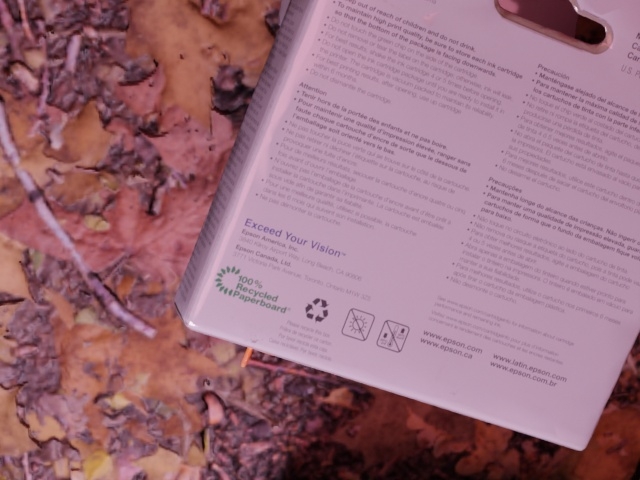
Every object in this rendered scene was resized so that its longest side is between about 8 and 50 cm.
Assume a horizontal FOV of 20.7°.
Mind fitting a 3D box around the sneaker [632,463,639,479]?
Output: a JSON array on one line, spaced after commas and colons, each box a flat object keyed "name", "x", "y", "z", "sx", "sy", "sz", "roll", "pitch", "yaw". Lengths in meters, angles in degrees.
[{"name": "sneaker", "x": 0.305, "y": 0.197, "z": 1.444, "sx": 0.170, "sy": 0.063, "sz": 0.075, "roll": -35, "pitch": 112, "yaw": 5}]

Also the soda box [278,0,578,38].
[{"name": "soda box", "x": 0.081, "y": -0.178, "z": 1.315, "sx": 0.216, "sy": 0.074, "sz": 0.069, "roll": 5, "pitch": 102, "yaw": -10}]

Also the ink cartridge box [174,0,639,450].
[{"name": "ink cartridge box", "x": 0.105, "y": -0.048, "z": 1.224, "sx": 0.324, "sy": 0.071, "sz": 0.330, "roll": 20, "pitch": 99, "yaw": -19}]

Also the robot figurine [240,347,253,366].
[{"name": "robot figurine", "x": 0.001, "y": 0.001, "z": 1.318, "sx": 0.219, "sy": 0.158, "sz": 0.128, "roll": -40, "pitch": 78, "yaw": 1}]
